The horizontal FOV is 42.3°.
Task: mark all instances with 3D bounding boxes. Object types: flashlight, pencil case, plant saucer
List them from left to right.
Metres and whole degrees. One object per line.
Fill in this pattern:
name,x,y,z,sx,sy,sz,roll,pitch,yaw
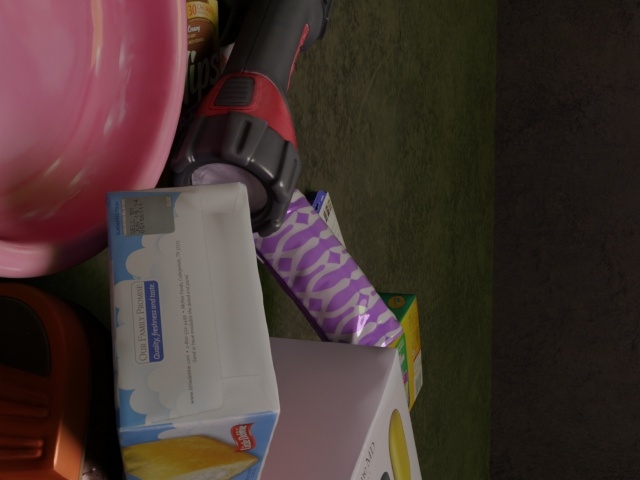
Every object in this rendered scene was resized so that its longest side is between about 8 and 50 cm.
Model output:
plant saucer,-0.194,-0.145,0.485,0.332,0.084,0.332,2,90,-68
flashlight,-0.045,-0.140,0.722,0.103,0.103,0.304,36,43,-22
pencil case,-0.003,0.042,0.861,0.088,0.206,0.086,-36,173,-28

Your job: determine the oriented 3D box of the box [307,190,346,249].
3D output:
box,0.000,0.000,1.084,0.136,0.028,0.081,69,31,-41

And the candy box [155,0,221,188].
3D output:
candy box,-0.129,-0.114,0.702,0.109,0.053,0.187,-23,112,-67

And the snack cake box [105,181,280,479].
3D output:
snack cake box,-0.093,0.097,0.569,0.264,0.089,0.152,105,-23,-57

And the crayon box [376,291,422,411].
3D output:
crayon box,0.078,0.207,1.229,0.278,0.081,0.166,-45,132,-61

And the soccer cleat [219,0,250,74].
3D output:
soccer cleat,-0.078,-0.154,0.821,0.076,0.068,0.196,41,47,-58

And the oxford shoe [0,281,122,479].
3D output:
oxford shoe,-0.176,0.215,0.512,0.133,0.129,0.364,40,54,-71

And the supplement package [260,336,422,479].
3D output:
supplement package,-0.022,0.258,0.809,0.199,0.197,0.263,-62,147,-48
